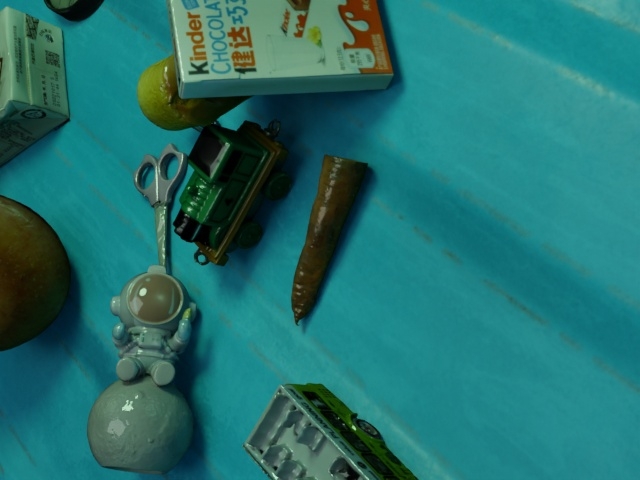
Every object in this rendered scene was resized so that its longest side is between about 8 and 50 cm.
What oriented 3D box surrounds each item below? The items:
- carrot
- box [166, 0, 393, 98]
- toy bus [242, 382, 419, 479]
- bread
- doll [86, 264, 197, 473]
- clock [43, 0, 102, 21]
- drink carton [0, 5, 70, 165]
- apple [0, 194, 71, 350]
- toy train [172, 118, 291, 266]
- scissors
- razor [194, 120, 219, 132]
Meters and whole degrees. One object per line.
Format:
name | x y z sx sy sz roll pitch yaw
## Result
carrot | 0.000 0.000 1.142 0.057 0.057 0.224 27 104 40
box | -0.061 -0.309 1.131 0.048 0.265 0.273 120 142 -65
toy bus | 0.036 0.279 0.985 0.301 0.139 0.113 40 104 40
bread | -0.132 -0.222 1.186 0.094 0.245 0.102 -13 110 41
doll | -0.239 0.174 1.252 0.151 0.151 0.287 -12 66 38
clock | -0.433 -0.486 1.611 0.184 0.040 0.185 -10 74 39
drink carton | -0.613 -0.256 1.658 0.324 0.132 0.194 -24 67 33
apple | -0.541 0.053 1.435 0.251 0.272 0.206 -40 15 4
toy train | -0.126 -0.068 1.200 0.091 0.136 0.228 43 106 37
scissors | -0.239 -0.042 1.365 0.110 0.021 0.212 -18 69 33
razor | -0.123 -0.313 1.308 0.324 0.093 0.056 -60 15 9
